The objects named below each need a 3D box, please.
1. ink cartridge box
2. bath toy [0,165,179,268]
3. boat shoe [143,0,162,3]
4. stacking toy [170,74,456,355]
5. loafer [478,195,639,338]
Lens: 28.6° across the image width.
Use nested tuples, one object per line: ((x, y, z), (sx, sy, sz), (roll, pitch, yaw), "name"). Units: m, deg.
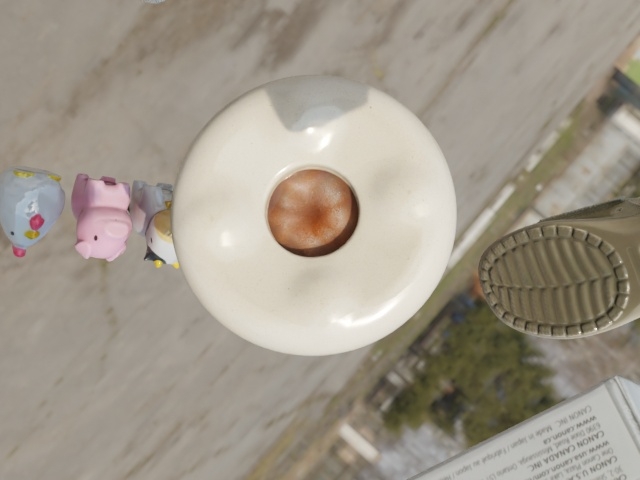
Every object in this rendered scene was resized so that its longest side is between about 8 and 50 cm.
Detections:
((0.088, 0.173, 0.748), (0.275, 0.060, 0.239), (-30, 158, 16), "ink cartridge box")
((-0.300, -0.024, 1.809), (0.151, 0.348, 0.129), (24, -76, 60), "bath toy")
((-0.351, -0.414, 1.827), (0.097, 0.324, 0.116), (4, 103, -53), "boat shoe")
((0.000, 0.000, 1.720), (0.350, 0.350, 0.480), (-48, 171, -6), "stacking toy")
((0.255, 0.014, 1.012), (0.268, 0.102, 0.092), (-13, -177, 36), "loafer")
